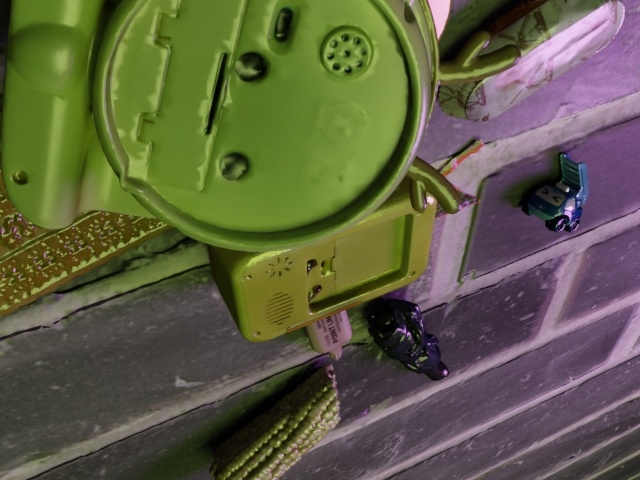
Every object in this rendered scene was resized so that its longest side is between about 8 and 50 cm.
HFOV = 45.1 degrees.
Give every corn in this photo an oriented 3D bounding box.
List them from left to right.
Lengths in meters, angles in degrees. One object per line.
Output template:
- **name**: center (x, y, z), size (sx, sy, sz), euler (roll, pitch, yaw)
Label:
- **corn**: center (-0.046, 0.251, 0.988), size (0.211, 0.087, 0.087), euler (-37, 144, 5)

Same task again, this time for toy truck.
- **toy truck**: center (0.292, -0.059, 0.928), size (0.073, 0.056, 0.090), euler (-2, 120, -43)

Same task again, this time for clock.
- **clock**: center (-0.031, -0.097, 0.483), size (0.308, 0.096, 0.235), euler (11, 118, -12)
- **clock**: center (0.000, 0.000, 0.727), size (0.202, 0.096, 0.143), euler (-21, 145, -16)

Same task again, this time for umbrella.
- **umbrella**: center (0.127, 0.147, 1.019), size (0.071, 0.071, 0.248), euler (-35, 143, 1)

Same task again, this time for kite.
- **kite**: center (0.114, -0.052, 0.828), size (0.159, 0.010, 0.190), euler (-48, 143, 17)

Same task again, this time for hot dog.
- **hot dog**: center (0.192, -0.175, 0.713), size (0.192, 0.053, 0.099), euler (-34, 143, 4)

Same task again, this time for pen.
- **pen**: center (0.004, 0.088, 0.885), size (0.053, 0.032, 0.197), euler (-28, 142, -9)

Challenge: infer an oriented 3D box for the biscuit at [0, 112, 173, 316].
- **biscuit**: center (-0.211, -0.027, 0.588), size (0.255, 0.029, 0.172), euler (-28, 144, -8)

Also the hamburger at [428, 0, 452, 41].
- **hamburger**: center (0.028, -0.169, 0.568), size (0.141, 0.081, 0.126), euler (-46, 146, -4)
